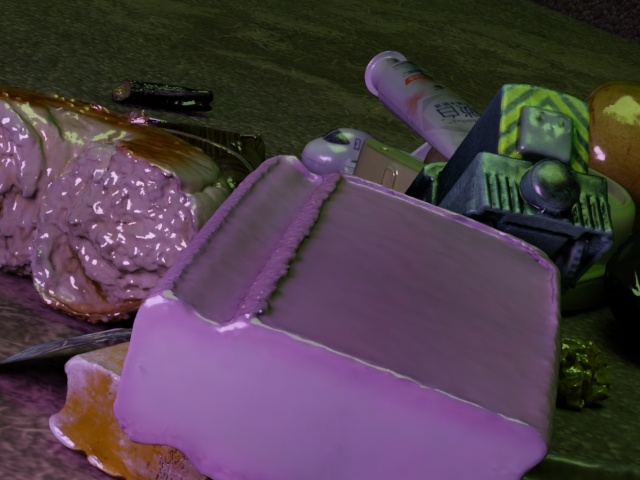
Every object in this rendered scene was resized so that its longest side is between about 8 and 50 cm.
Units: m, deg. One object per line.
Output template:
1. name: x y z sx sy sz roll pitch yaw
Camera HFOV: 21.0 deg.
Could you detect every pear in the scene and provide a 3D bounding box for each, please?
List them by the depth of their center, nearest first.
1. pear: 0.388 -0.098 2.197 0.209 0.209 0.209 13 17 -4

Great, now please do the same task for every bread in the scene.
1. bread: -0.215 -0.041 1.551 0.314 0.171 0.192 21 16 16

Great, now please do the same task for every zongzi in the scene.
1. zongzi: -0.158 -0.066 1.854 0.187 0.084 0.184 8 27 1

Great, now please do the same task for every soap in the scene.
1. soap: -0.059 0.124 1.312 0.160 0.080 0.257 26 21 29

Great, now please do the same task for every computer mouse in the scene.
1. computer mouse: 0.354 0.059 1.838 0.122 0.073 0.217 53 31 0

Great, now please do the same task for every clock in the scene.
1. clock: 0.224 -0.029 1.968 0.286 0.117 0.348 28 22 36

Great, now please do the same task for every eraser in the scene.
1. eraser: 0.033 0.067 1.239 0.272 0.122 0.359 19 20 5

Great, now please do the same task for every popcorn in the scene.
1. popcorn: 0.235 0.120 1.610 0.083 0.059 0.068 20 16 -12

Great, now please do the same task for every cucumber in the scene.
1. cucumber: -0.205 -0.186 2.256 0.135 0.033 0.034 8 -14 -27

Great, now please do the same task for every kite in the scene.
1. kite: -0.161 0.078 1.403 0.141 0.015 0.245 -8 -1 29

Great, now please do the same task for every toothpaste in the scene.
1. toothpaste: 0.136 -0.137 1.951 0.100 0.066 0.323 -2 24 -22

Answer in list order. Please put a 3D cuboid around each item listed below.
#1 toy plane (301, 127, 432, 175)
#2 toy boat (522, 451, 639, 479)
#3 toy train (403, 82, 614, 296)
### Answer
1. toy plane: 0.061 -0.095 2.108 0.174 0.080 0.174 11 18 -4
2. toy boat: 0.188 0.209 1.247 0.294 0.111 0.276 2 16 0
3. toy train: 0.148 -0.013 1.542 0.138 0.178 0.330 12 -28 -11
